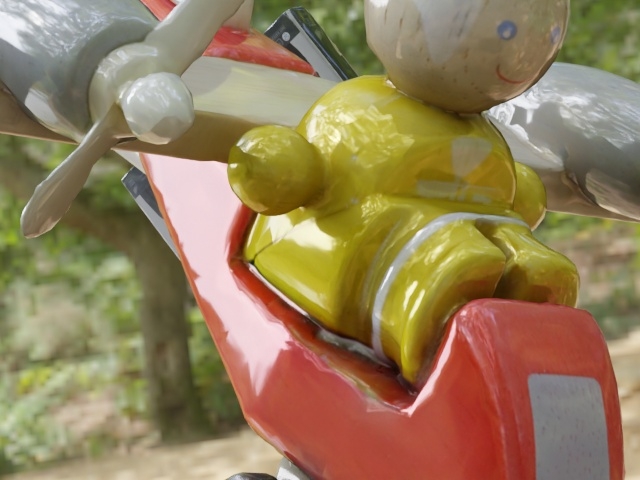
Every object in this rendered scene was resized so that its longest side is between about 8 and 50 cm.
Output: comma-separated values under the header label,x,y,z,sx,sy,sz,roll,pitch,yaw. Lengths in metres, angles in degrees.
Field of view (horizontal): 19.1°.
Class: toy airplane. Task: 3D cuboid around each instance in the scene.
label,x,y,z,sx,sy,sz,roll,pitch,yaw
toy airplane,0.008,-0.051,0.858,0.272,0.384,0.386,-54,2,32

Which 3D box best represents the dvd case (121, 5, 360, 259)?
label,x,y,z,sx,sy,sz,roll,pitch,yaw
dvd case,0.000,0.000,1.199,0.179,0.239,0.029,-42,-8,30
